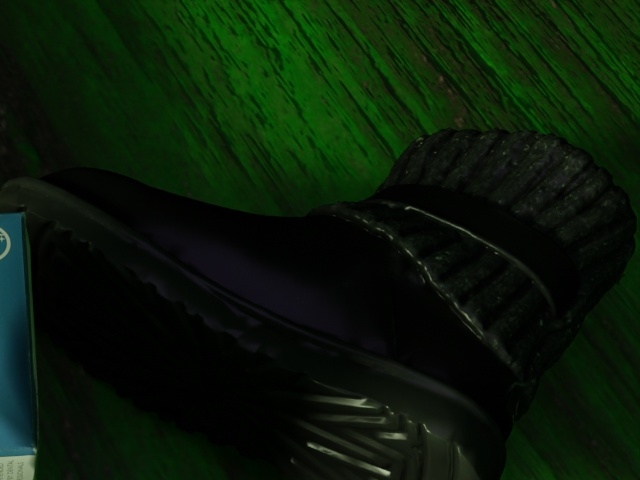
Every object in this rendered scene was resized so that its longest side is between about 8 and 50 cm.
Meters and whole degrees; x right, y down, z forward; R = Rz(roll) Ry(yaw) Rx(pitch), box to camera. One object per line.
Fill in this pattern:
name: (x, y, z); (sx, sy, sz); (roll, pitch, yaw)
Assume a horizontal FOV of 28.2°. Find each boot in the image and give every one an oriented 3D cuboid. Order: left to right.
boot: (0.000, 0.003, 0.783); (0.348, 0.131, 0.260); (28, 50, 9)

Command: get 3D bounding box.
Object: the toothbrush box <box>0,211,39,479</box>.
toothbrush box: (-0.284, 0.098, 0.583); (0.296, 0.216, 0.126); (0, 54, -16)
